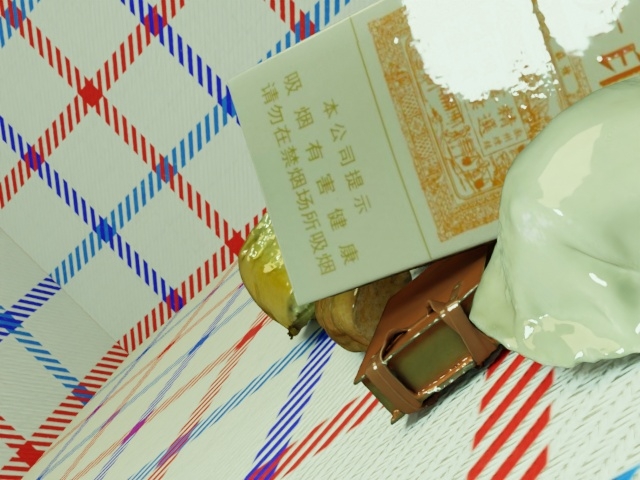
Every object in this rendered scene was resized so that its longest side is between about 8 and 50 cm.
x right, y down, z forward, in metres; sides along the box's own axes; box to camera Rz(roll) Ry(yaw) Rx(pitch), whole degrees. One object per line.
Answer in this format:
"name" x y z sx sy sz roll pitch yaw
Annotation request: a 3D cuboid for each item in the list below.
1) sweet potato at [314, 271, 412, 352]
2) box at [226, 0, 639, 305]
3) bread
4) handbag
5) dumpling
"sweet potato" 0.039 0.066 0.972 0.097 0.097 0.252 -45 0 -9
"box" 0.104 -0.096 0.715 0.365 0.204 0.051 -21 -6 32
"bread" -0.015 0.022 1.242 0.204 0.162 0.262 -55 -7 0
"handbag" 0.100 0.058 0.763 0.127 0.063 0.190 -41 5 21
"dumpling" 0.175 -0.007 0.553 0.216 0.126 0.166 -29 37 12
